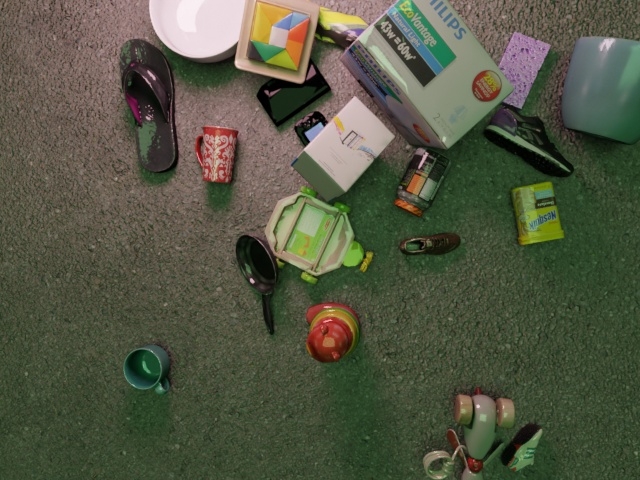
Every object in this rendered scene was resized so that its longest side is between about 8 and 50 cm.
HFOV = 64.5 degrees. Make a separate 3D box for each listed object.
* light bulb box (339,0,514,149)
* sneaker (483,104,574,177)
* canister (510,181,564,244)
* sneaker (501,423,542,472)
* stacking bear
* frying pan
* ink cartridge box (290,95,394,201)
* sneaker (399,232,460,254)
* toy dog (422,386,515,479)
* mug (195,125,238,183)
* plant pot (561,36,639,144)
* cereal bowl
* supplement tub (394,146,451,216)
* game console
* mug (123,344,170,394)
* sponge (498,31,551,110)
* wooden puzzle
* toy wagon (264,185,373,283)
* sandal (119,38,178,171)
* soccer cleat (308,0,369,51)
[{"bbox_3d":[0.264,-0.453,1.370,0.225,0.361,0.358,-42,102,5],"label":"light bulb box"},{"bbox_3d":[0.639,-0.301,1.499,0.283,0.107,0.124,34,88,5],"label":"sneaker"},{"bbox_3d":[0.643,-0.081,1.512,0.126,0.073,0.170,-11,87,6],"label":"canister"},{"bbox_3d":[0.623,0.631,1.532,0.075,0.057,0.161,38,93,-12],"label":"sneaker"},{"bbox_3d":[0.032,0.277,1.475,0.164,0.289,0.176,-19,88,6],"label":"stacking bear"},{"bbox_3d":[-0.166,0.128,1.577,0.053,0.197,0.326,-27,90,-38],"label":"frying pan"},{"bbox_3d":[0.062,-0.263,1.487,0.168,0.171,0.233,44,74,-8],"label":"ink cartridge box"},{"bbox_3d":[0.337,0.016,1.548,0.188,0.071,0.066,-10,89,7],"label":"sneaker"},{"bbox_3d":[0.461,0.579,1.519,0.220,0.161,0.334,27,108,3],"label":"toy dog"},{"bbox_3d":[-0.331,-0.272,1.625,0.113,0.150,0.170,2,96,-30],"label":"mug"},{"bbox_3d":[0.810,-0.398,1.395,0.292,0.293,0.235,17,106,6],"label":"plant pot"},{"bbox_3d":[-0.350,-0.718,1.592,0.338,0.141,0.339,0,90,7],"label":"cereal bowl"},{"bbox_3d":[0.304,-0.174,1.529,0.116,0.117,0.191,28,94,6],"label":"supplement tub"},{"bbox_3d":[-0.027,-0.384,1.604,0.213,0.044,0.361,-34,87,6],"label":"game console"},{"bbox_3d":[-0.553,0.417,1.642,0.129,0.097,0.158,-4,90,6],"label":"mug"},{"bbox_3d":[0.595,-0.511,1.536,0.117,0.031,0.210,25,93,6],"label":"sponge"},{"bbox_3d":[-0.128,-0.611,1.513,0.220,0.044,0.239,9,106,-15],"label":"wooden puzzle"},{"bbox_3d":[0.000,0.000,1.591,0.344,0.068,0.267,25,93,5],"label":"toy wagon"},{"bbox_3d":[-0.553,-0.445,1.633,0.167,0.107,0.446,-13,88,6],"label":"sandal"},{"bbox_3d":[0.056,-0.673,1.585,0.289,0.093,0.121,33,63,10],"label":"soccer cleat"}]
